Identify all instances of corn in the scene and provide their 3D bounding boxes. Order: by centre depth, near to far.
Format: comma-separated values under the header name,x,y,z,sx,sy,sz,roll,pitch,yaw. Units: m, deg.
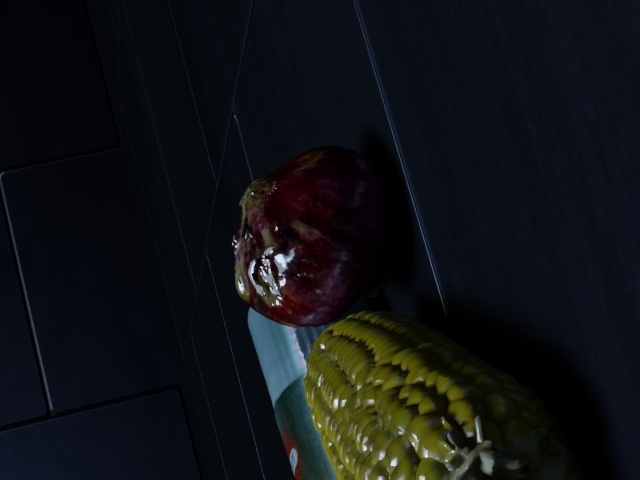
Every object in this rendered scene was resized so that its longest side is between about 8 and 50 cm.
name,x,y,z,sx,sy,sz,roll,pitch,yaw
corn,0.044,0.087,0.654,0.260,0.091,0.091,-150,57,-77

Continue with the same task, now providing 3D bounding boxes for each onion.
name,x,y,z,sx,sy,sz,roll,pitch,yaw
onion,0.000,0.000,0.787,0.107,0.097,0.107,-53,20,29

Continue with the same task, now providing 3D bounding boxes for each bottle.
name,x,y,z,sx,sy,sz,roll,pitch,yaw
bottle,0.030,0.143,0.804,0.082,0.082,0.286,91,163,-50
